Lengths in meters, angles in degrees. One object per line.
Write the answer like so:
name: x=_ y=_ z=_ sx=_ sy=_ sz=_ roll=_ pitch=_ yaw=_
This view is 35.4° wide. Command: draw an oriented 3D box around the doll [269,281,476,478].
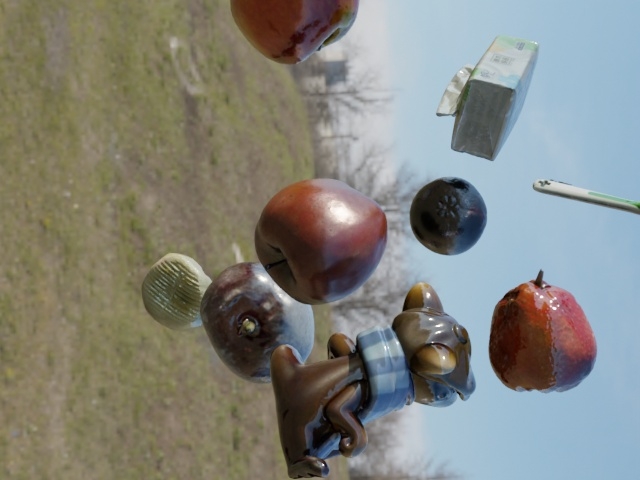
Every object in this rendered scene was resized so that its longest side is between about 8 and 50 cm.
doll: x=0.084 y=0.232 z=1.579 sx=0.209 sy=0.340 sz=0.318 roll=62 pitch=2 yaw=-26

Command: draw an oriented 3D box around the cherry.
cherry: x=-0.124 y=0.165 z=2.082 sx=0.255 sy=0.218 sz=0.296 roll=50 pitch=17 yaw=4

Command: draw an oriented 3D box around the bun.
bun: x=-0.346 y=0.134 z=2.515 sx=0.178 sy=0.193 sz=0.128 roll=-57 pitch=163 yaw=4

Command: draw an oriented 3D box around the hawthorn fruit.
hawthorn fruit: x=0.348 y=0.155 z=1.579 sx=0.173 sy=0.174 sz=0.179 roll=93 pitch=-15 yaw=-66

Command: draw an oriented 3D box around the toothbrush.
toothbrush: x=0.536 y=-0.055 z=1.606 sx=0.042 sy=0.418 sz=0.040 roll=-43 pitch=138 yaw=-40

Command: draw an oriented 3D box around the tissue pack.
tissue pack: x=0.310 y=-0.282 z=1.898 sx=0.229 sy=0.145 sz=0.159 roll=-56 pitch=161 yaw=-50

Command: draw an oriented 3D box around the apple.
apple: x=-0.002 y=-0.001 z=1.735 sx=0.234 sy=0.234 sz=0.233 roll=176 pitch=-90 yaw=-87

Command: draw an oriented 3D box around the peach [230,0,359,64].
peach: x=-0.059 y=-0.479 z=1.893 sx=0.238 sy=0.281 sz=0.280 roll=-35 pitch=130 yaw=-49

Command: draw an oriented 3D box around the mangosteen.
mangosteen: x=0.242 y=-0.045 z=1.891 sx=0.152 sy=0.153 sz=0.152 roll=176 pitch=-90 yaw=-87
